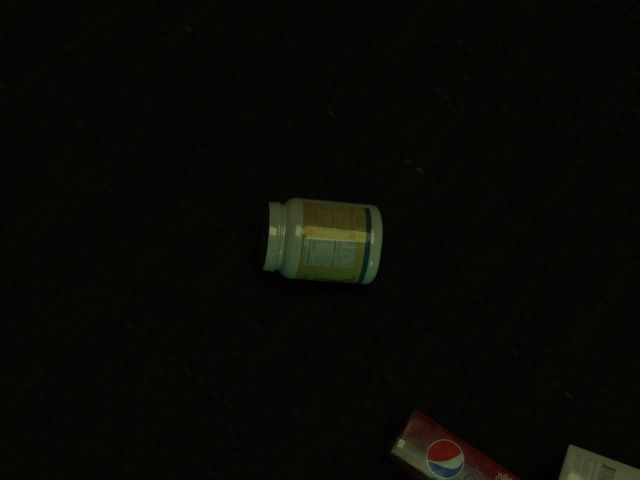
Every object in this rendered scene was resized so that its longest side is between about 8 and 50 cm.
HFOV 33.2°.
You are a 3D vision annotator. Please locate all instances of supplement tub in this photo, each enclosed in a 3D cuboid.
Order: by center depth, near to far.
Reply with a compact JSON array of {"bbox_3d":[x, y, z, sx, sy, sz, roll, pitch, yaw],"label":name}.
[{"bbox_3d":[0.000,0.000,1.899,0.199,0.144,0.144,5,67,-8],"label":"supplement tub"}]

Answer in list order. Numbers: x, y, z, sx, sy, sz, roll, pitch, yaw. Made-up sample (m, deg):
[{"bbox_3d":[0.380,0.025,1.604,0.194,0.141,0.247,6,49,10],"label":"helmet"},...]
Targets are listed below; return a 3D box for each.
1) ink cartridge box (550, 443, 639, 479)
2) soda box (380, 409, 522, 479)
[{"bbox_3d":[0.482,0.473,1.757,0.232,0.168,0.171,20,64,12],"label":"ink cartridge box"},{"bbox_3d":[0.238,0.400,1.810,0.263,0.083,0.092,34,66,4],"label":"soda box"}]
